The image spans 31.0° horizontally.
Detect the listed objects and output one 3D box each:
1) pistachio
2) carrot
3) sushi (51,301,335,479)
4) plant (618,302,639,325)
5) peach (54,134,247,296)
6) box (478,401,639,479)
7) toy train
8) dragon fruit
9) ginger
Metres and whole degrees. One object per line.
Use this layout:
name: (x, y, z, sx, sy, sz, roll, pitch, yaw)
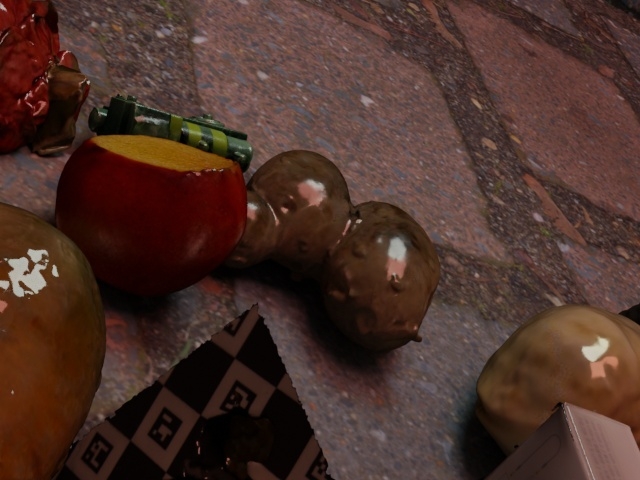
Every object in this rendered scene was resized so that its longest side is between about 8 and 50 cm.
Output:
pistachio: (0.305, 0.185, 1.364, 0.238, 0.229, 0.321, 8, 16, 16)
carrot: (-0.285, 0.123, 0.826, 0.224, 0.224, 0.340, 29, 34, -14)
sushi: (-0.099, 0.226, 0.840, 0.050, 0.290, 0.264, 34, 22, -47)
plant: (0.534, 0.210, 1.573, 0.312, 0.213, 0.215, 19, 30, -33)
peach: (-0.172, -0.041, 1.195, 0.190, 0.192, 0.190, 39, 24, -22)
box: (0.238, 0.318, 1.117, 0.106, 0.203, 0.251, 23, 33, -25)
toy train: (-0.170, -0.115, 1.364, 0.200, 0.083, 0.132, 9, 8, -36)
dragon fruit: (-0.345, -0.221, 1.303, 0.205, 0.152, 0.317, 23, 33, -26)
ginger: (0.000, 0.000, 1.381, 0.304, 0.155, 0.244, 26, 38, -4)
